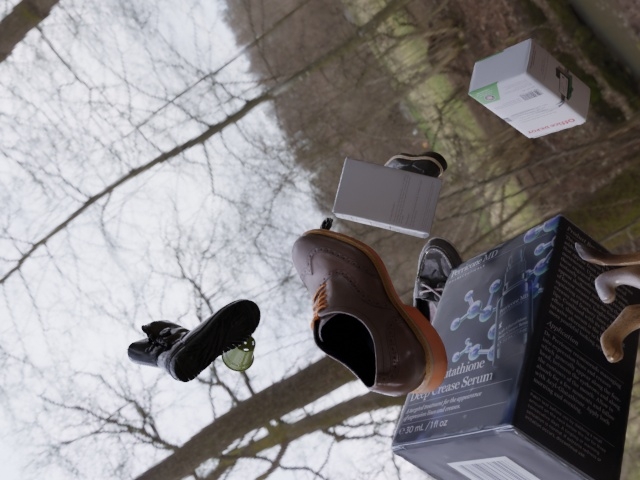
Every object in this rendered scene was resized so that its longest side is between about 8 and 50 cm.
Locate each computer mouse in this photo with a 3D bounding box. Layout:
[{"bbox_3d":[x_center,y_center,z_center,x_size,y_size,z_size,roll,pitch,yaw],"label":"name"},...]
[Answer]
[{"bbox_3d":[0.000,0.000,1.287,0.041,0.071,0.242,22,-165,-6],"label":"computer mouse"}]

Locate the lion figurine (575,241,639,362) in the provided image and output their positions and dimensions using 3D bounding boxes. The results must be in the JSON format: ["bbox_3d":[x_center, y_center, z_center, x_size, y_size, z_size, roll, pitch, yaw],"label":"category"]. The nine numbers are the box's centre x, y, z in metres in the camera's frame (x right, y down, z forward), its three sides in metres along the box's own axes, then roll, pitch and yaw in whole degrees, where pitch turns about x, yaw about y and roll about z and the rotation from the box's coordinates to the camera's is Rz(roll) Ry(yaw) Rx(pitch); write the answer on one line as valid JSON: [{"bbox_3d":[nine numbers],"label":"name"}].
[{"bbox_3d":[0.455,0.137,0.718,0.142,0.240,0.392,-10,-106,-57],"label":"lion figurine"}]

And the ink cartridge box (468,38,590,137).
[{"bbox_3d":[0.466,-0.330,1.508,0.219,0.160,0.092,26,-111,-31],"label":"ink cartridge box"}]

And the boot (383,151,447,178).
[{"bbox_3d":[0.172,-0.130,1.516,0.077,0.137,0.198,51,153,-15],"label":"boot"}]

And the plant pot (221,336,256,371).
[{"bbox_3d":[-0.191,0.263,1.646,0.083,0.079,0.083,12,-129,-15],"label":"plant pot"}]

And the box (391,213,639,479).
[{"bbox_3d":[0.334,0.205,1.133,0.212,0.293,0.395,35,-125,-13],"label":"box"}]

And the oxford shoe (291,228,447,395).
[{"bbox_3d":[0.036,0.092,1.034,0.133,0.129,0.364,-1,-149,-36],"label":"oxford shoe"}]

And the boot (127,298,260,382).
[{"bbox_3d":[-0.278,0.196,1.468,0.207,0.246,0.094,9,130,47],"label":"boot"}]

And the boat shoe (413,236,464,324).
[{"bbox_3d":[0.250,0.160,1.438,0.095,0.112,0.335,-38,-50,-48],"label":"boat shoe"}]

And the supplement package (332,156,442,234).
[{"bbox_3d":[0.123,-0.076,1.249,0.105,0.179,0.105,28,-104,-83],"label":"supplement package"}]
